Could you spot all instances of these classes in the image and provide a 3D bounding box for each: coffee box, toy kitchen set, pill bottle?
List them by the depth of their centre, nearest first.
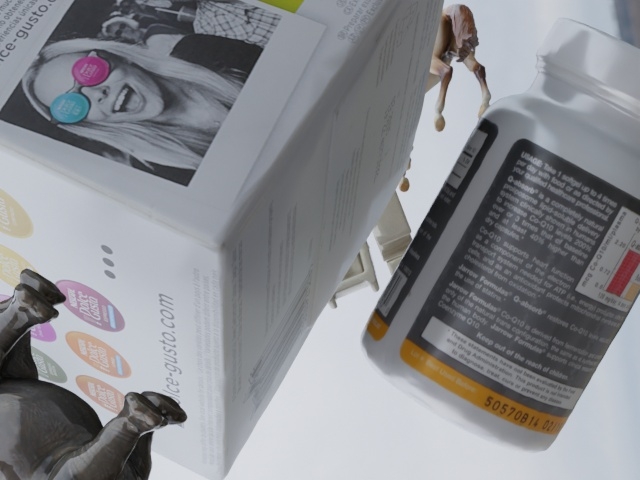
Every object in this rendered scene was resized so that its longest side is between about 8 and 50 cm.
[{"bbox_3d":[0.157,-0.004,0.944,0.278,0.162,0.162,-61,-11,7],"label":"pill bottle"},{"bbox_3d":[-0.134,-0.095,0.947,0.338,0.334,0.337,-59,-13,-31],"label":"coffee box"},{"bbox_3d":[0.000,0.000,1.585,0.166,0.207,0.122,64,-176,-68],"label":"toy kitchen set"}]

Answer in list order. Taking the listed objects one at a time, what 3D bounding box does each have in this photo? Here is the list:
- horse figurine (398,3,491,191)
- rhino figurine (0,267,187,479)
[{"bbox_3d":[0.110,-0.173,1.423,0.263,0.066,0.174,134,135,-55],"label":"horse figurine"},{"bbox_3d":[-0.116,0.121,0.677,0.243,0.106,0.073,40,-177,27],"label":"rhino figurine"}]
